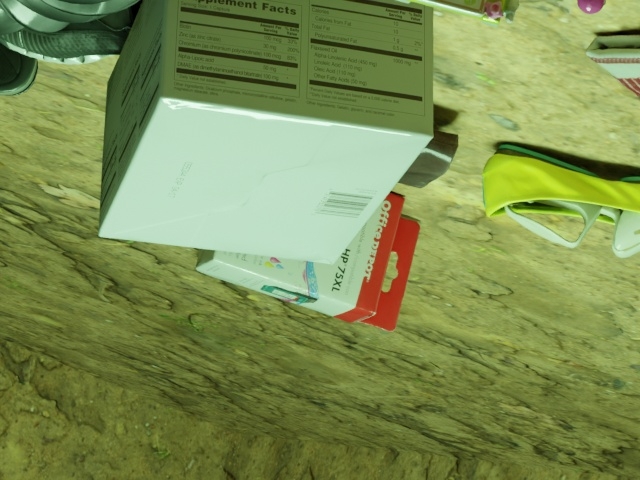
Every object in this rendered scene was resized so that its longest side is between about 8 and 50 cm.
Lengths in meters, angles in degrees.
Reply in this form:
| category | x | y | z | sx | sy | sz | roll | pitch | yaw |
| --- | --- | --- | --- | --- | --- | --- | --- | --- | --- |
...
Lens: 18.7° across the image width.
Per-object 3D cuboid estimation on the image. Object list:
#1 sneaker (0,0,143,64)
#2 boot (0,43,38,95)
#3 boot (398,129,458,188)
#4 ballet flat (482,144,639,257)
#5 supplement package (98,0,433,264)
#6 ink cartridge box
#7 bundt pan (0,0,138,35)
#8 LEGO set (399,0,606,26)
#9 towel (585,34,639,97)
| category | x | y | z | sx | sy | sz | roll | pitch | yaw |
| --- | --- | --- | --- | --- | --- | --- | --- | --- | --- |
| sneaker | -0.171 | -0.191 | 1.600 | 0.234 | 0.078 | 0.106 | 9 | 162 | 9 |
| boot | -0.351 | -0.174 | 1.835 | 0.236 | 0.085 | 0.178 | 18 | 169 | 15 |
| boot | -0.002 | -0.081 | 1.804 | 0.207 | 0.090 | 0.248 | 20 | 162 | -12 |
| ballet flat | 0.258 | -0.026 | 1.772 | 0.231 | 0.077 | 0.077 | 13 | 165 | 9 |
| supplement package | -0.047 | -0.103 | 1.495 | 0.204 | 0.145 | 0.262 | 7 | 157 | -14 |
| ink cartridge box | 0.000 | 0.000 | 2.032 | 0.231 | 0.134 | 0.078 | 18 | 165 | -15 |
| bundt pan | -0.246 | -0.208 | 1.285 | 0.331 | 0.124 | 0.331 | -4 | 178 | 0 |
| LEGO set | 0.051 | -0.192 | 1.281 | 0.287 | 0.107 | 0.132 | 9 | 165 | 23 |
| towel | 0.390 | -0.085 | 1.498 | 0.237 | 0.037 | 0.329 | 3 | 160 | 47 |
